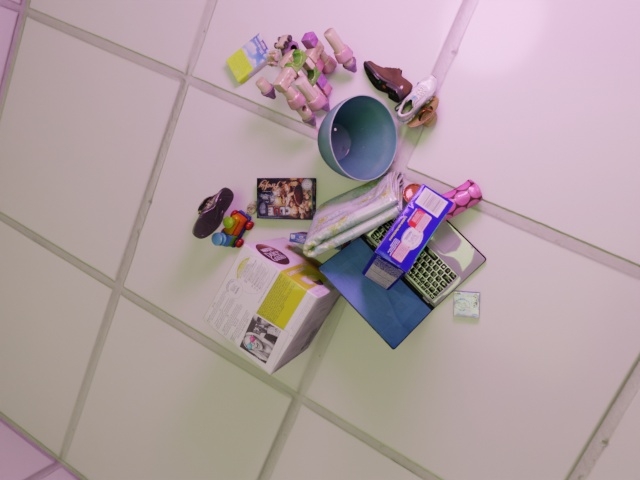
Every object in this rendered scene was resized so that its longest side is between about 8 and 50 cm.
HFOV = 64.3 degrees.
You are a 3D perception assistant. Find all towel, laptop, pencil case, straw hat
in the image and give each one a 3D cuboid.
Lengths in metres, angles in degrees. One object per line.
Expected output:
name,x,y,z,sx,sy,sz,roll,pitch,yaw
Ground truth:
towel,0.118,-0.104,1.781,0.374,0.321,0.090,-27,106,20
laptop,0.286,0.080,1.775,0.382,0.236,0.408,46,108,11
pencil case,0.447,-0.133,1.761,0.209,0.098,0.095,-26,117,6
straw hat,0.377,-0.435,1.788,0.144,0.145,0.061,-40,121,19

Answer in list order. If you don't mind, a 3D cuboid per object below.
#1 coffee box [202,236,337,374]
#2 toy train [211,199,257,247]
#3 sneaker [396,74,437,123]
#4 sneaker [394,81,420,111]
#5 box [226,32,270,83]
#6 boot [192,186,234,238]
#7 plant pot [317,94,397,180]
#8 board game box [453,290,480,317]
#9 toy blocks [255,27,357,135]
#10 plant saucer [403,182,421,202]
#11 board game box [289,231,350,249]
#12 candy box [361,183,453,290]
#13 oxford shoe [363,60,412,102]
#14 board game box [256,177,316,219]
coffee box,-0.161,0.221,1.898,0.334,0.337,0.338,34,105,15
toy train,-0.338,-0.083,2.046,0.105,0.143,0.248,36,105,14
sneaker,0.332,-0.486,1.746,0.071,0.083,0.191,39,99,11
sneaker,0.317,-0.513,1.823,0.135,0.052,0.058,-35,72,12
box,-0.279,-0.723,2.028,0.178,0.042,0.109,-32,84,20
boot,-0.451,-0.099,2.041,0.085,0.178,0.237,40,66,-23
plant pot,0.102,-0.358,1.816,0.195,0.290,0.291,11,100,57
board game box,0.519,0.227,1.813,0.090,0.020,0.090,3,94,20
toy blocks,-0.037,-0.578,1.879,0.308,0.260,0.289,13,69,43
plant saucer,0.337,-0.164,1.827,0.083,0.013,0.084,0,74,0
board game box,0.000,0.000,1.929,0.201,0.136,0.035,9,97,20
candy box,0.268,0.003,1.622,0.122,0.317,0.268,35,77,6
oxford shoe,0.242,-0.584,1.826,0.096,0.083,0.227,-39,64,-8
board game box,-0.136,-0.165,2.017,0.243,0.042,0.165,2,95,20
